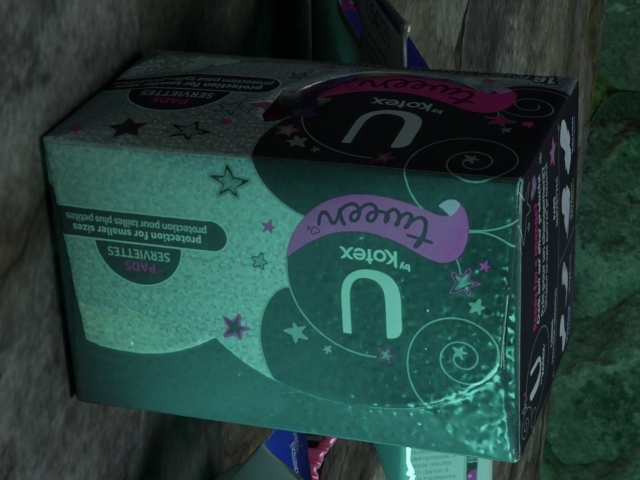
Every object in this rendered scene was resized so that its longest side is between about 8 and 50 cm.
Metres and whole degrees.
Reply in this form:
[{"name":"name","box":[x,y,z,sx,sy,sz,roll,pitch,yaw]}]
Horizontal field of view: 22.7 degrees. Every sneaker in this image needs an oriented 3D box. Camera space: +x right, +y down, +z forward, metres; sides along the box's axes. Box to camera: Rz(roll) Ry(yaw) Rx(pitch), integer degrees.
[{"name":"sneaker","box":[-0.015,0.173,1.228,0.057,0.047,0.119,111,-8,-71]}]

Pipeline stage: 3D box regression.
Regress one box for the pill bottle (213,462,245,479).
[{"name":"pill bottle","box":[-0.032,0.212,1.103,0.137,0.078,0.078,68,32,-58]}]

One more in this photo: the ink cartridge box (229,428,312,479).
[{"name":"ink cartridge box","box":[-0.066,0.255,0.898,0.332,0.065,0.165,-49,144,-40]}]

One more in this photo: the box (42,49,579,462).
[{"name":"box","box":[0.000,0.000,0.834,0.142,0.247,0.163,-55,147,-58]}]

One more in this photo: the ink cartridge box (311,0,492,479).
[{"name":"ink cartridge box","box":[0.049,-0.040,1.063,0.324,0.071,0.330,-111,-162,-61]}]
